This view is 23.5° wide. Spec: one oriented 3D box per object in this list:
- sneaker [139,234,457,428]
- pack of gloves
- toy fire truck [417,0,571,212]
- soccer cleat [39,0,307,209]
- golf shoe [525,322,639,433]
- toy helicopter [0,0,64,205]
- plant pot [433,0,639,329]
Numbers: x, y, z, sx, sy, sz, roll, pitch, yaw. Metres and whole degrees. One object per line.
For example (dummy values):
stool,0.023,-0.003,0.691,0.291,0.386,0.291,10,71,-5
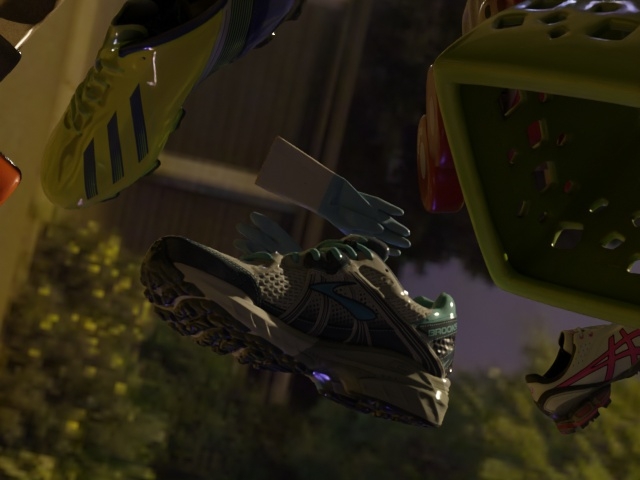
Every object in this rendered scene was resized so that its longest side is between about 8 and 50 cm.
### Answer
sneaker,-0.010,0.045,1.175,0.110,0.283,0.122,-3,-115,54
pack of gloves,0.000,0.000,2.025,0.046,0.232,0.195,-43,-159,56
toy fire truck,0.179,-0.174,1.490,0.302,0.169,0.253,92,-7,-72
soccer cleat,-0.136,-0.132,1.148,0.289,0.121,0.093,-42,-120,27
golf shoe,0.300,0.117,1.643,0.186,0.086,0.067,-43,-173,-18
toy helicopter,-0.287,-0.096,1.146,0.235,0.140,0.355,-36,-162,38
plant pot,0.248,-0.086,1.143,0.207,0.227,0.228,-47,134,-31
